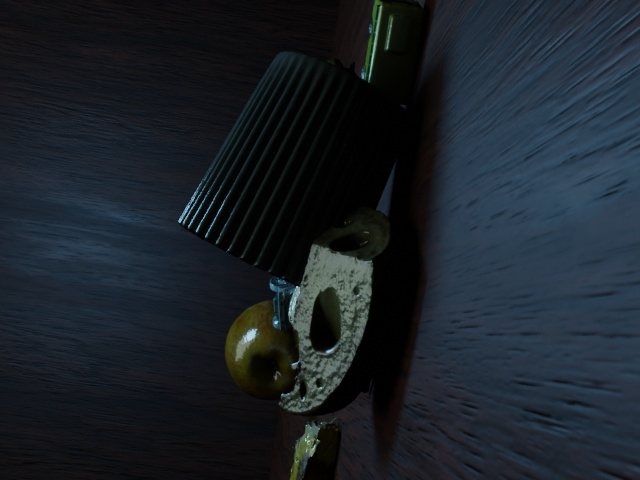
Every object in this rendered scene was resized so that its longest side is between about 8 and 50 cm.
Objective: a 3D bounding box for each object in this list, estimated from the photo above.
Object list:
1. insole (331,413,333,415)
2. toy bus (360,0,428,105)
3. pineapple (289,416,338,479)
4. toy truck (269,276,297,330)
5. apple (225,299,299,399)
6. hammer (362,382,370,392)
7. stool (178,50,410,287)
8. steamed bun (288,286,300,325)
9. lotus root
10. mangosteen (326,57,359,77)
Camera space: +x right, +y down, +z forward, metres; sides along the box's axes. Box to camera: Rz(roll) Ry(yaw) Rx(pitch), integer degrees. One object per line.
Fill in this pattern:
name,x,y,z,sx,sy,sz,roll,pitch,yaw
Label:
insole,0.033,0.312,1.656,0.045,0.002,0.135,119,159,-76
toy bus,0.124,-0.325,1.308,0.101,0.088,0.175,-99,16,-70
pineapple,-0.015,0.463,1.551,0.135,0.080,0.233,-152,76,-76
toy truck,-0.041,0.101,1.947,0.305,0.162,0.136,-91,-1,-61
apple,-0.121,0.292,1.991,0.264,0.264,0.264,-171,90,-85
hammer,0.067,0.219,1.333,0.201,0.021,0.078,142,137,-83
stool,-0.029,-0.108,1.266,0.330,0.297,0.297,-63,5,-1
steamed bun,0.032,0.098,1.425,0.212,0.110,0.231,-34,39,51
lotus root,0.053,0.119,1.135,0.210,0.142,0.314,-24,-53,-50
mangosteen,0.024,-0.305,1.793,0.243,0.243,0.242,-171,90,-85
